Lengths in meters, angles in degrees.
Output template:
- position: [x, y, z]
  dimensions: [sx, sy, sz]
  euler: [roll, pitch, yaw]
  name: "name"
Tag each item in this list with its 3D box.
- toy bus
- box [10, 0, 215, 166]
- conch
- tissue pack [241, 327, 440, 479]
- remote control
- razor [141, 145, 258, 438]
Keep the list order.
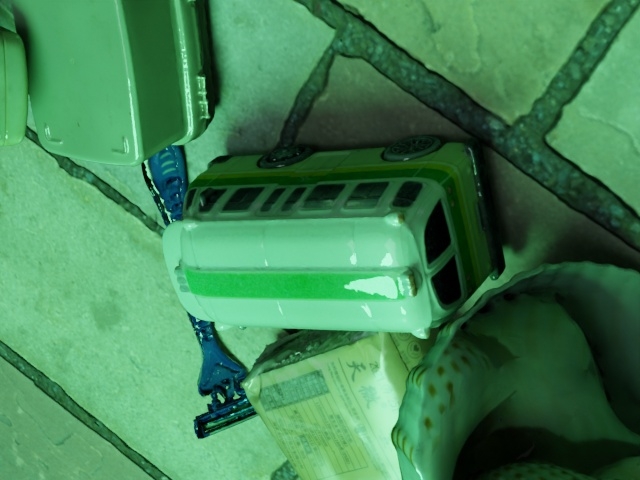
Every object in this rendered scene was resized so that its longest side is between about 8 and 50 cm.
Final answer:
- position: [0.000, 0.000, 0.950]
  dimensions: [0.276, 0.165, 0.134]
  euler: [-2, 115, 31]
  name: "toy bus"
- position: [-0.180, -0.177, 0.973]
  dimensions: [0.148, 0.129, 0.210]
  euler: [10, 121, 25]
  name: "box"
- position: [0.186, 0.181, 0.889]
  dimensions: [0.303, 0.319, 0.215]
  euler: [56, 149, 1]
  name: "conch"
- position: [0.063, 0.196, 1.057]
  dimensions: [0.215, 0.123, 0.257]
  euler: [-24, 104, 36]
  name: "tissue pack"
- position: [-0.312, -0.153, 1.010]
  dimensions: [0.233, 0.038, 0.098]
  euler: [28, 118, 56]
  name: "remote control"
- position: [-0.131, 0.042, 1.129]
  dimensions: [0.056, 0.093, 0.324]
  euler: [26, 134, 62]
  name: "razor"
